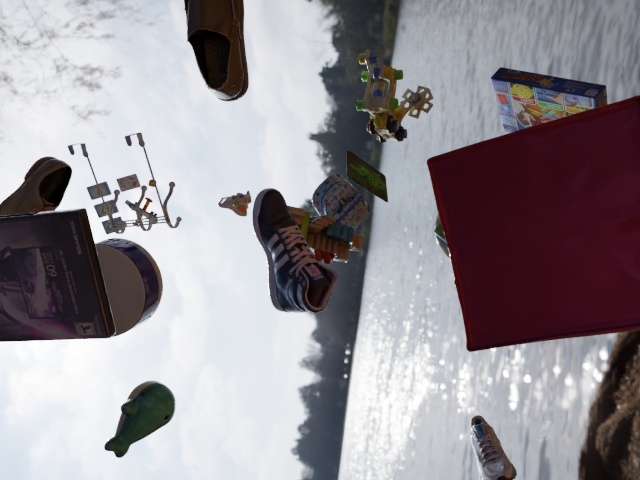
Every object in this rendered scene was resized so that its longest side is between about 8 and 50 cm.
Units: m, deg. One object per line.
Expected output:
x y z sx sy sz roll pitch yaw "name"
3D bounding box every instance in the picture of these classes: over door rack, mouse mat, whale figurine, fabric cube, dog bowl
-0.584 -0.179 1.745 0.108 0.240 0.324 -64 -38 -52 "over door rack"
0.163 -0.223 1.969 0.007 0.190 0.152 -39 33 34 "mouse mat"
-0.598 0.611 1.912 0.272 0.141 0.216 -55 -32 -28 "whale figurine"
0.321 -0.008 0.755 0.258 0.254 0.259 0 -102 -63 "fabric cube"
-0.581 0.130 1.571 0.104 0.265 0.264 -37 -46 -76 "dog bowl"

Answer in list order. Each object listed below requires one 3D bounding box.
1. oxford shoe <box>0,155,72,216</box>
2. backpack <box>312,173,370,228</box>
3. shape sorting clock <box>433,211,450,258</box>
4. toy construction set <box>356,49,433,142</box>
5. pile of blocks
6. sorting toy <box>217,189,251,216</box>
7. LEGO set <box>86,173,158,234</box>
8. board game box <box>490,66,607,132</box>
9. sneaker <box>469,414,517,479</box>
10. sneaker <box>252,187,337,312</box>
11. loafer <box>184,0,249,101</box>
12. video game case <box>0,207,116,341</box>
-0.843 -0.091 1.646 0.123 0.130 0.348 34 -105 -45 "oxford shoe"
0.063 -0.123 1.843 0.158 0.117 0.173 -43 -47 -10 "backpack"
0.417 -0.040 1.664 0.206 0.040 0.206 -9 78 51 "shape sorting clock"
0.212 -0.414 1.692 0.328 0.151 0.214 7 -95 -53 "toy construction set"
0.000 0.000 1.644 0.149 0.362 0.112 -8 69 52 "pile of blocks"
-0.216 -0.096 1.418 0.083 0.075 0.044 -87 -4 -63 "sorting toy"
-0.666 -0.127 1.948 0.060 0.244 0.182 -84 -22 -73 "LEGO set"
0.411 -0.233 1.018 0.035 0.201 0.136 -48 -44 -14 "board game box"
0.330 0.414 1.132 0.190 0.071 0.082 -80 -34 -81 "sneaker"
-0.053 0.024 1.209 0.099 0.153 0.282 -18 -77 -38 "sneaker"
-0.172 -0.356 0.929 0.087 0.094 0.251 -63 -38 -73 "loafer"
-0.454 0.059 0.847 0.026 0.274 0.196 -59 -37 -71 "video game case"
